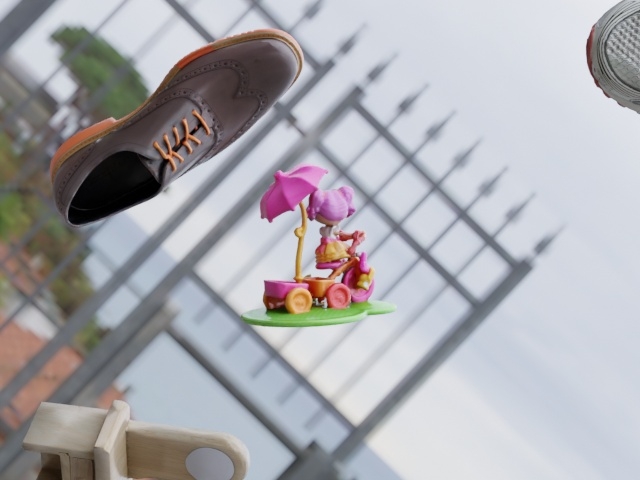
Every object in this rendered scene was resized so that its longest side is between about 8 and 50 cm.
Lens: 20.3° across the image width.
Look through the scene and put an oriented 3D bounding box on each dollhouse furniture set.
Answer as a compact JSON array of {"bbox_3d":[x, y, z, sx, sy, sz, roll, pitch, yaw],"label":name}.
[{"bbox_3d":[-0.141,0.332,1.155,0.355,0.174,0.303,-74,168,-55],"label":"dollhouse furniture set"}]

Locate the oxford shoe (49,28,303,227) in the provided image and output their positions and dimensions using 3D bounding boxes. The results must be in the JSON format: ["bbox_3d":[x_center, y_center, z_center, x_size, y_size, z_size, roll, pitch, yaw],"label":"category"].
[{"bbox_3d":[-0.128,-0.095,1.648,0.097,0.271,0.098,50,11,-28],"label":"oxford shoe"}]

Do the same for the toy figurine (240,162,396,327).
[{"bbox_3d":[0.000,0.000,1.830,0.173,0.159,0.130,-5,6,-31],"label":"toy figurine"}]

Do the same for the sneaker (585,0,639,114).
[{"bbox_3d":[0.257,-0.109,0.967,0.225,0.088,0.093,0,-1,9],"label":"sneaker"}]
